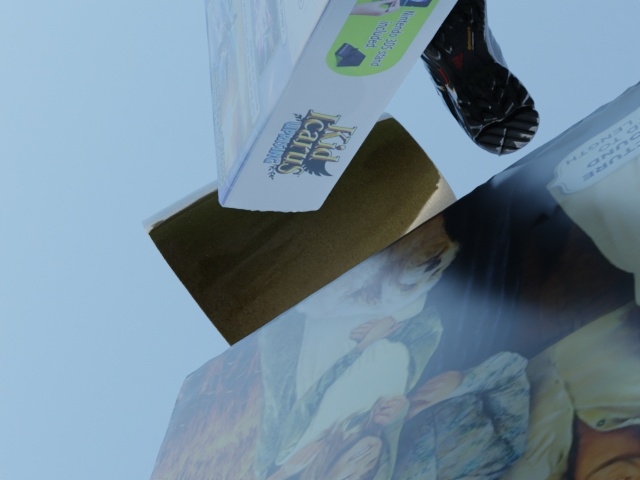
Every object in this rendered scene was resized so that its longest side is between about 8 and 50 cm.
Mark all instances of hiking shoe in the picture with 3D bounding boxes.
[{"bbox_3d":[0.115,-0.176,1.324,0.086,0.114,0.226,-23,-92,-5],"label":"hiking shoe"}]

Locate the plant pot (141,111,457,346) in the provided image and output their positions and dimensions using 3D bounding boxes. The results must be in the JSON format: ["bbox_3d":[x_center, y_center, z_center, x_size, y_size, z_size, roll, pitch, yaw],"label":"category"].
[{"bbox_3d":[0.000,0.000,1.429,0.254,0.237,0.237,-37,-120,-1],"label":"plant pot"}]

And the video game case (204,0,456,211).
[{"bbox_3d":[-0.004,-0.186,0.740,0.244,0.061,0.269,126,-38,-59],"label":"video game case"}]

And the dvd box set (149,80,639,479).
[{"bbox_3d":[0.065,0.073,0.392,0.308,0.420,0.062,-33,-75,15],"label":"dvd box set"}]
